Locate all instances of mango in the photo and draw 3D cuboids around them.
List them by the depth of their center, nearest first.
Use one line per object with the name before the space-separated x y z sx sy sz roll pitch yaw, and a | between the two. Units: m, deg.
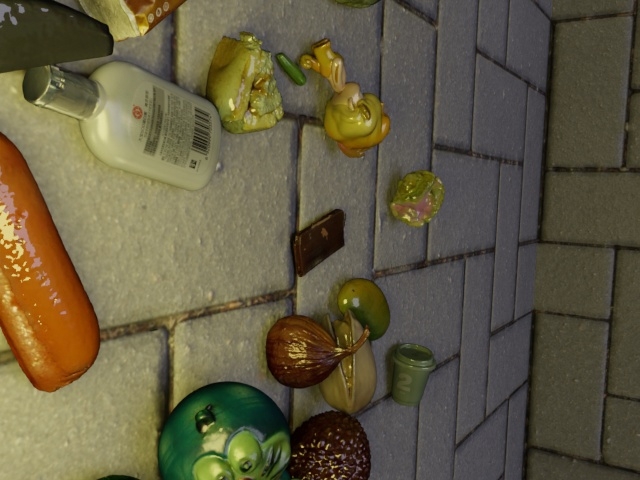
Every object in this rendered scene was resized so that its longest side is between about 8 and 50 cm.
mango | 0.102 0.151 1.399 0.122 0.085 0.191 -61 141 -28

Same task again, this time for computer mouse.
computer mouse | -0.335 -0.212 0.609 0.269 0.137 0.087 -32 128 -50

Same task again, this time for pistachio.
pistachio | 0.053 0.255 1.294 0.152 0.126 0.223 -122 -155 -83

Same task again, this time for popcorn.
popcorn | 0.245 -0.107 1.551 0.126 0.125 0.145 -32 139 -75

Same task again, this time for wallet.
wallet | 0.000 0.000 1.273 0.176 0.026 0.095 -34 128 -50

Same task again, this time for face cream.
face cream | -0.246 -0.158 0.817 0.291 0.070 0.144 13 81 -59

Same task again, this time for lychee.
lychee | 0.002 0.433 1.209 0.188 0.188 0.188 -12 104 -57

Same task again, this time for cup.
cup | 0.235 0.354 1.624 0.120 0.120 0.141 -17 122 -56

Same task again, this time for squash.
squash | -0.053 -0.316 1.147 0.089 0.027 0.027 34 66 -52

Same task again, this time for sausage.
sausage | -0.331 0.029 0.692 0.102 0.102 0.331 -44 130 -46

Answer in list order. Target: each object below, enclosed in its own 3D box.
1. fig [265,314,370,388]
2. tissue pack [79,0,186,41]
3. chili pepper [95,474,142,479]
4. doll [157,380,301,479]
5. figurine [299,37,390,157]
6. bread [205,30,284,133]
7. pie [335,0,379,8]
fig | 0.004 0.209 1.153 0.146 0.201 0.134 42 50 -59
tissue pack | -0.230 -0.390 0.797 0.226 0.091 0.183 -60 139 -38
chili pepper | -0.293 0.373 0.824 0.279 0.065 0.122 47 52 -55
doll | -0.140 0.339 0.959 0.198 0.186 0.322 -28 142 -19
figurine | 0.051 -0.282 1.240 0.246 0.131 0.156 59 5 -23
bread | -0.133 -0.235 0.969 0.110 0.103 0.156 -42 122 -37
pie | 0.062 -0.605 1.251 0.277 0.078 0.277 -9 101 -52
